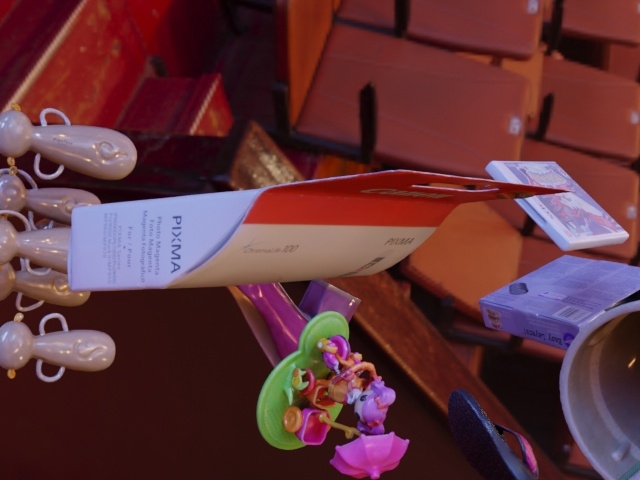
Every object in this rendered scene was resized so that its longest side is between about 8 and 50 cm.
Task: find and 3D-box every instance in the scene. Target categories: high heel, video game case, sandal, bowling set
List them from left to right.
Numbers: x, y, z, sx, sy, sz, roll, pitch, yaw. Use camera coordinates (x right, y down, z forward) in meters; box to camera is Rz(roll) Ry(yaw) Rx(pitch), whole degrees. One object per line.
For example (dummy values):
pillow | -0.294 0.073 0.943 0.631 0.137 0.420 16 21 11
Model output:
bowling set | -0.324 0.009 0.955 0.154 0.200 0.286 10 80 -37
high heel | -0.125 0.095 1.218 0.181 0.377 0.127 -64 -161 0
sandal | 0.187 0.219 0.834 0.040 0.179 0.067 -25 154 -28
video game case | 0.376 -0.059 1.349 0.201 0.183 0.023 -5 138 -47

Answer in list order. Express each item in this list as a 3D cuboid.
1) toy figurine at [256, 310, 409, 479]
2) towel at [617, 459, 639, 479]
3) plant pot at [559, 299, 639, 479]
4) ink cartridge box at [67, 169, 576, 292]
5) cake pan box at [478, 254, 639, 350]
toy figurine | 0.034 0.184 0.935 0.130 0.159 0.173 16 95 -42
towel | 0.448 0.360 0.913 0.038 0.325 0.247 -48 168 -49
plant pot | 0.552 0.171 1.185 0.305 0.334 0.333 -31 127 -45
ink cartridge box | 0.000 0.000 0.493 0.189 0.232 0.066 0 92 -51
cake pan box | 0.474 0.111 1.587 0.246 0.267 0.070 -26 109 -27
